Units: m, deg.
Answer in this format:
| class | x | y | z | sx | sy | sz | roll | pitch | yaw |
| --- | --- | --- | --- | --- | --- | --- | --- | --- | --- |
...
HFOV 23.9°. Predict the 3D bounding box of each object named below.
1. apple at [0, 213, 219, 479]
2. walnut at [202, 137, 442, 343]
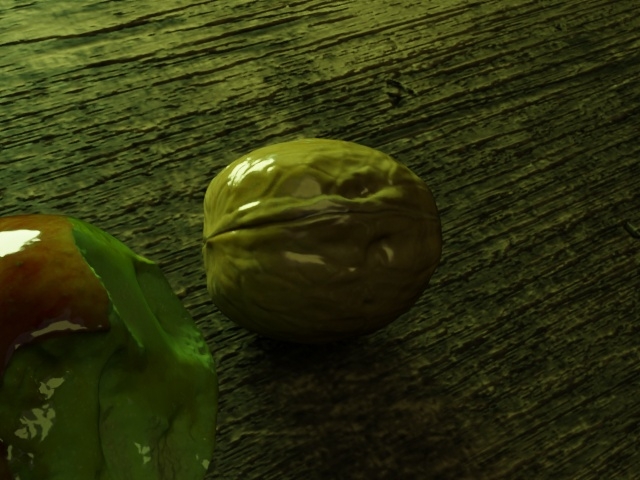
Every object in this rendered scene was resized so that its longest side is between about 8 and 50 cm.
| class | x | y | z | sx | sy | sz | roll | pitch | yaw |
| --- | --- | --- | --- | --- | --- | --- | --- | --- | --- |
| apple | -0.175 | 0.096 | 0.973 | 0.246 | 0.246 | 0.226 | 47 | 37 | 10 |
| walnut | 0.000 | 0.000 | 1.212 | 0.197 | 0.165 | 0.165 | -6 | 59 | -34 |
